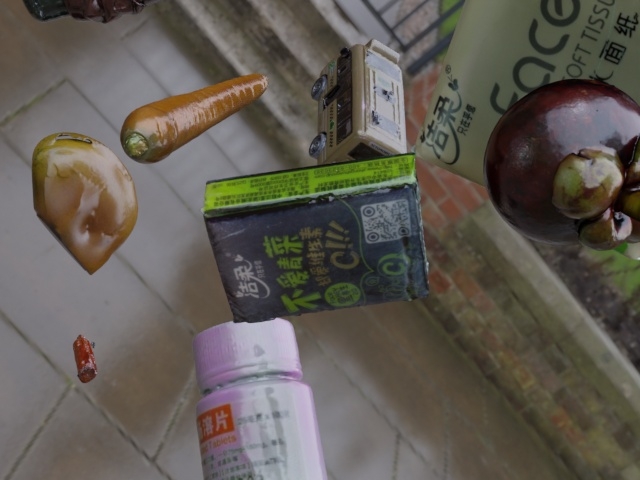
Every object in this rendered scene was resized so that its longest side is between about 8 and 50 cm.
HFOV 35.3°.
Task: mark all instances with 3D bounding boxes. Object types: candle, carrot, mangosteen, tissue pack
[{"bbox_3d":[-0.479,0.233,2.054,0.048,0.053,0.162,-1,26,-18],"label":"candle"},{"bbox_3d":[-0.141,-0.140,1.105,0.062,0.066,0.271,34,29,9],"label":"carrot"},{"bbox_3d":[0.258,-0.065,0.978,0.200,0.200,0.200,44,21,-22],"label":"mangosteen"},{"bbox_3d":[0.332,-0.225,1.182,0.331,0.405,0.205,28,37,15],"label":"tissue pack"},{"bbox_3d":[0.000,0.000,1.120,0.073,0.235,0.173,-91,171,-51],"label":"tissue pack"}]

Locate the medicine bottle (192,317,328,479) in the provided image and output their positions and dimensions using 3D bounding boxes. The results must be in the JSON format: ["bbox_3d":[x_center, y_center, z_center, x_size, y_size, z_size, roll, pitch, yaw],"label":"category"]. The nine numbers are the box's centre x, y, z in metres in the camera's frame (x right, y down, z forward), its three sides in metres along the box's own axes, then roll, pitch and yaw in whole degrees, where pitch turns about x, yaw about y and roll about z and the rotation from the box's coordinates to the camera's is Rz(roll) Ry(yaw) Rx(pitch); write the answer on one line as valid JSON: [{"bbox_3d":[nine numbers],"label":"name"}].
[{"bbox_3d":[-0.111,0.350,1.806,0.219,0.219,0.388,21,54,-56],"label":"medicine bottle"}]

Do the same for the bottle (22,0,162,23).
[{"bbox_3d":[-0.289,-0.388,1.405,0.143,0.271,0.156,75,-4,-47],"label":"bottle"}]

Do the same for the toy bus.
[{"bbox_3d":[0.076,-0.234,1.865,0.139,0.157,0.290,28,42,-25],"label":"toy bus"}]

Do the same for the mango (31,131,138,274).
[{"bbox_3d":[-0.390,-0.075,1.649,0.136,0.166,0.236,31,-22,39],"label":"mango"}]
